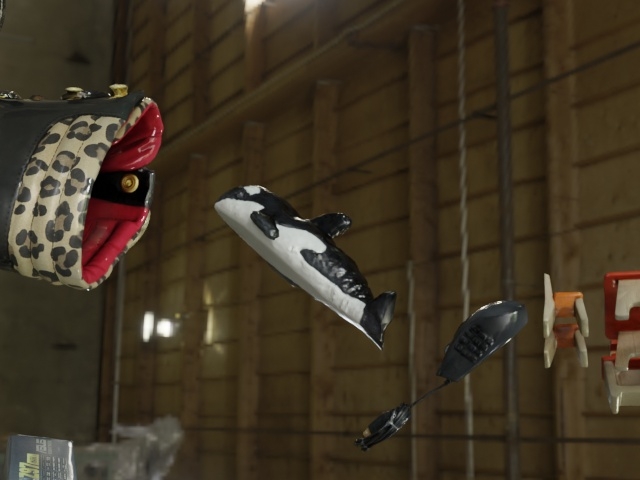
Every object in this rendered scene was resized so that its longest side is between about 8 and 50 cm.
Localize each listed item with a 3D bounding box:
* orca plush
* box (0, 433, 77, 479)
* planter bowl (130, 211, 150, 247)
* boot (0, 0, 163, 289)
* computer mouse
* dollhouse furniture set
[{"bbox_3d":[0.000,0.000,1.252,0.102,0.151,0.287,-46,-136,-12],"label":"orca plush"},{"bbox_3d":[-0.223,0.266,0.791,0.232,0.059,0.183,-155,-104,-73],"label":"box"},{"bbox_3d":[-0.249,-0.045,1.124,0.109,0.162,0.162,48,-50,31],"label":"planter bowl"},{"bbox_3d":[-0.274,-0.106,0.901,0.377,0.284,0.138,-72,166,-47],"label":"boot"},{"bbox_3d":[0.112,0.134,1.061,0.242,0.071,0.041,-44,-96,23],"label":"computer mouse"},{"bbox_3d":[0.468,0.133,1.583,0.259,0.262,0.135,75,18,-45],"label":"dollhouse furniture set"}]
